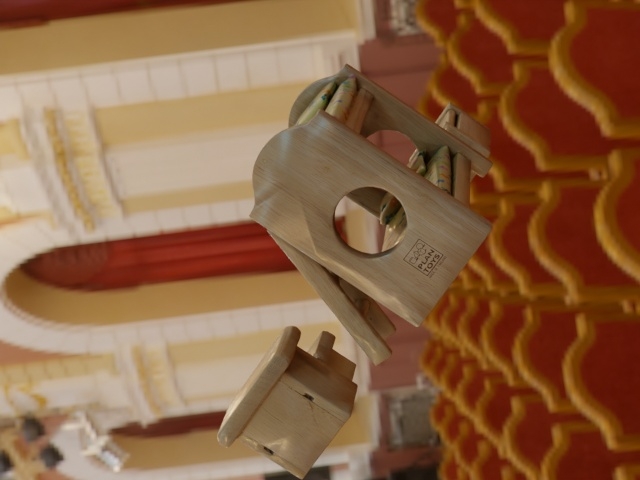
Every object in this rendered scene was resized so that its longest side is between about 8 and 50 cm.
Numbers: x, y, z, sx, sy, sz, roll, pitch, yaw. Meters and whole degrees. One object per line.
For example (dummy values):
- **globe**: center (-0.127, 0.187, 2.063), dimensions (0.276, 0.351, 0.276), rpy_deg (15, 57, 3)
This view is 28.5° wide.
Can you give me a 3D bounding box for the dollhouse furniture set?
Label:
- **dollhouse furniture set**: center (0.000, 0.000, 0.644), dimensions (0.161, 0.101, 0.182), rpy_deg (-55, 5, 19)
